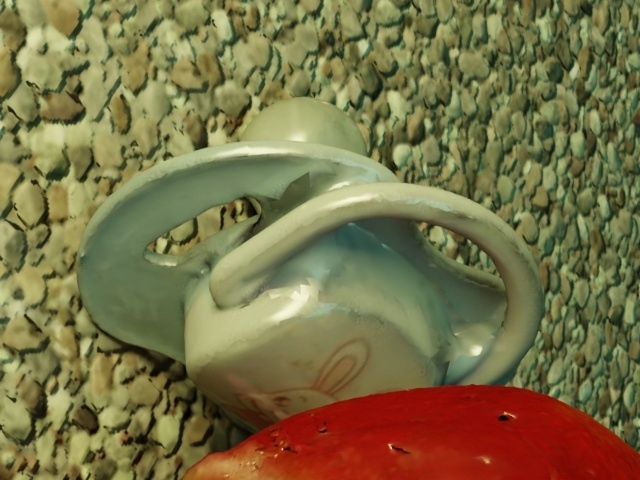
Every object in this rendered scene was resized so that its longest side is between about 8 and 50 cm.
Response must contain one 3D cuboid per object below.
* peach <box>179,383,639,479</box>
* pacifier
[{"bbox_3d":[0.051,0.250,0.821,0.370,0.370,0.370,3,86,-48],"label":"peach"},{"bbox_3d":[0.000,0.000,0.962,0.287,0.238,0.225,36,34,-39],"label":"pacifier"}]
